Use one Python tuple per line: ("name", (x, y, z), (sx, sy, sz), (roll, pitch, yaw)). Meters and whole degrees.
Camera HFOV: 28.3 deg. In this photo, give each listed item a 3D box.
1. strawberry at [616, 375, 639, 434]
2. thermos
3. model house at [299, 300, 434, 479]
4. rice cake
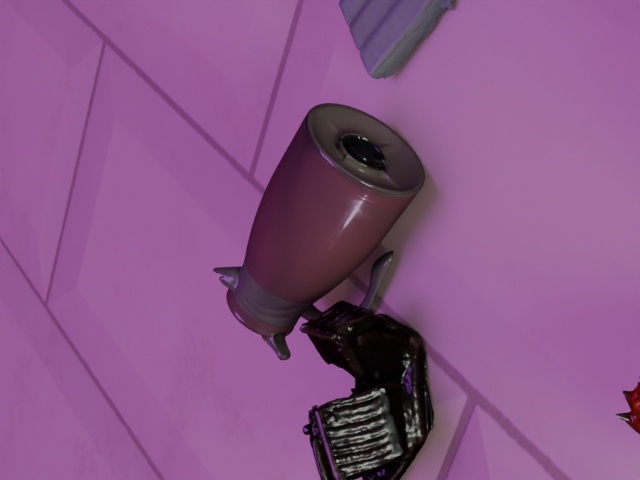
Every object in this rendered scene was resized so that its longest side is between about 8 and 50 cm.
("strawberry", (0.318, 0.138, 0.987), (0.148, 0.131, 0.131), (-23, 71, 61))
("thermos", (0.000, 0.000, 1.415), (0.265, 0.176, 0.146), (-58, 6, 32))
("model house", (0.032, 0.169, 1.360), (0.141, 0.164, 0.203), (-25, 68, 47))
("rice cake", (0.100, -0.292, 1.361), (0.237, 0.043, 0.127), (-53, 48, 41))
